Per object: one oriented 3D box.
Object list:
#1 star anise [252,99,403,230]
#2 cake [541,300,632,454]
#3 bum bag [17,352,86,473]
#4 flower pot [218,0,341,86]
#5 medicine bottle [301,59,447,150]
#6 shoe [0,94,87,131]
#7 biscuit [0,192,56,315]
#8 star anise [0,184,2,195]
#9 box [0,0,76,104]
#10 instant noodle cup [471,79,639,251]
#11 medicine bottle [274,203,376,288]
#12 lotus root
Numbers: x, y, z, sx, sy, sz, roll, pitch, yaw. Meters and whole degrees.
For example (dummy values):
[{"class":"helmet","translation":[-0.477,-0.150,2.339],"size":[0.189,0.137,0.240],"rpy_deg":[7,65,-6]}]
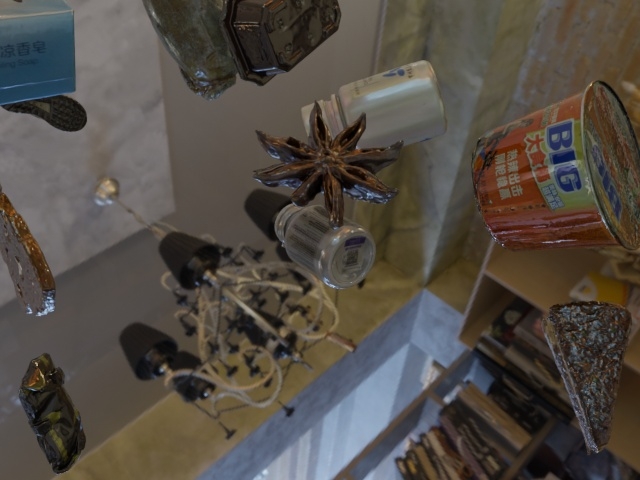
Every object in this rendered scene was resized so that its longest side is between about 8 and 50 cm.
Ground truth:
[{"class":"star anise","translation":[0.009,-0.067,0.587],"size":[0.141,0.141,0.042],"rpy_deg":[-40,-22,-25]},{"class":"cake","translation":[0.476,0.220,1.102],"size":[0.135,0.245,0.112],"rpy_deg":[-15,-28,6]},{"class":"bum bag","translation":[-0.444,0.289,1.096],"size":[0.106,0.060,0.232],"rpy_deg":[-83,-8,-56]},{"class":"flower pot","translation":[-0.053,-0.394,1.166],"size":[0.251,0.084,0.178],"rpy_deg":[-47,-46,-29]},{"class":"medicine bottle","translation":[0.118,-0.270,1.432],"size":[0.293,0.170,0.170],"rpy_deg":[-18,-28,8]},{"class":"shoe","translation":[-0.578,-0.285,1.359],"size":[0.194,0.077,0.074],"rpy_deg":[14,-74,-50]},{"class":"biscuit","translation":[-0.596,0.055,1.348],"size":[0.043,0.302,0.278],"rpy_deg":[-21,-58,-34]},{"class":"star anise","translation":[-0.336,-0.008,0.573],"size":[0.182,0.065,0.195],"rpy_deg":[109,-179,-57]},{"class":"box","translation":[-0.325,-0.205,0.557],"size":[0.143,0.232,0.083],"rpy_deg":[-21,-37,-36]},{"class":"instant noodle cup","translation":[0.407,-0.107,1.132],"size":[0.296,0.214,0.296],"rpy_deg":[16,-111,-47]},{"class":"medicine bottle","translation":[0.000,0.000,1.334],"size":[0.135,0.215,0.135],"rpy_deg":[-17,-60,-32]},{"class":"lotus root","translation":[-0.258,-0.458,1.301],"size":[0.175,0.175,0.349],"rpy_deg":[-40,-62,-25]}]
